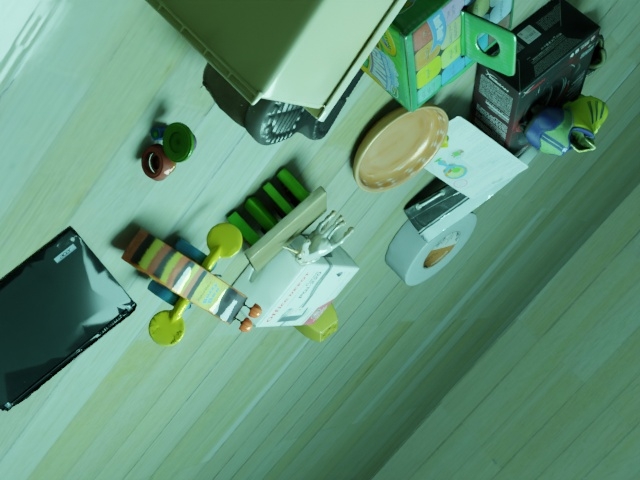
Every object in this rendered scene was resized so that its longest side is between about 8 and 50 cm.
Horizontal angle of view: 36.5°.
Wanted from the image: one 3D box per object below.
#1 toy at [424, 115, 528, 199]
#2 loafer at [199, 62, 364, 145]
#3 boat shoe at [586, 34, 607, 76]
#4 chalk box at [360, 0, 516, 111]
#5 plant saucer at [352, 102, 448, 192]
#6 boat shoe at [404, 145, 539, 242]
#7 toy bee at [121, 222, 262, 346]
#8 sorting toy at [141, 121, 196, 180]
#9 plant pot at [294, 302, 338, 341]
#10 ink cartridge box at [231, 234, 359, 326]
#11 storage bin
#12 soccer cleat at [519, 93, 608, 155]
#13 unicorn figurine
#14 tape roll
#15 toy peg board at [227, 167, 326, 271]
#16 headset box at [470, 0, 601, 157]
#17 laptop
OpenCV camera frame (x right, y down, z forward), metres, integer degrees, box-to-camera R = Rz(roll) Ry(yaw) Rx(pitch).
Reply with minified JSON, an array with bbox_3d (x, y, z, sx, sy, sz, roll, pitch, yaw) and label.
[{"bbox_3d":[0.277,-0.171,1.867,0.137,0.056,0.237,-31,143,32],"label":"toy"},{"bbox_3d":[-0.041,-0.215,1.260,0.134,0.130,0.366,-57,171,15],"label":"loafer"},{"bbox_3d":[0.559,-0.386,2.026,0.080,0.073,0.223,-46,157,4],"label":"boat shoe"},{"bbox_3d":[0.114,-0.292,1.158,0.179,0.289,0.180,-40,157,-9],"label":"chalk box"},{"bbox_3d":[0.137,-0.169,1.713,0.200,0.037,0.200,-27,150,-17],"label":"plant saucer"},{"bbox_3d":[0.313,-0.126,2.025,0.306,0.105,0.113,-38,179,6],"label":"boat shoe"},{"bbox_3d":[-0.167,0.065,1.468,0.298,0.162,0.195,-8,124,-65],"label":"toy bee"},{"bbox_3d":[-0.189,-0.119,1.250,0.102,0.061,0.042,-31,168,35],"label":"sorting toy"},{"bbox_3d":[-0.008,0.161,2.011,0.081,0.083,0.081,-35,156,-19],"label":"plant pot"},{"bbox_3d":[-0.047,0.074,1.786,0.158,0.092,0.218,-51,155,16],"label":"ink cartridge box"},{"bbox_3d":[-0.040,-0.300,0.922,0.262,0.260,0.123,-54,157,22],"label":"storage bin"},{"bbox_3d":[0.489,-0.211,1.859,0.289,0.121,0.093,-17,145,-49],"label":"soccer cleat"},{"bbox_3d":[0.000,0.000,1.647,0.111,0.060,0.162,-42,176,-2],"label":"unicorn figurine"},{"bbox_3d":[0.248,-0.001,2.176,0.219,0.072,0.219,-35,156,-18],"label":"tape roll"},{"bbox_3d":[-0.075,-0.039,1.588,0.161,0.079,0.160,-41,173,-6],"label":"toy peg board"},{"bbox_3d":[0.407,-0.293,1.883,0.218,0.110,0.293,-38,157,-15],"label":"headset box"},{"bbox_3d":[-0.393,0.116,1.377,0.234,0.136,0.264,-39,-177,-10],"label":"laptop"}]
